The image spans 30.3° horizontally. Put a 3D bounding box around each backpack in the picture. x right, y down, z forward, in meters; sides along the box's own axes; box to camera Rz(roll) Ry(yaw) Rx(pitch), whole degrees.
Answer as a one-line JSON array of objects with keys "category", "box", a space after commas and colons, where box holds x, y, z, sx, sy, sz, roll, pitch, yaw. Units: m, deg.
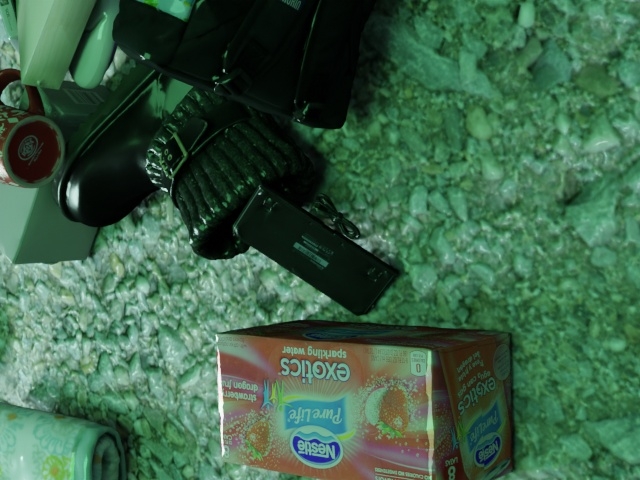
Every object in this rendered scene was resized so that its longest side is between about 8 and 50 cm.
[{"category": "backpack", "box": [-0.048, -0.334, 1.219, 0.273, 0.290, 0.355, 41, 111, 41]}]

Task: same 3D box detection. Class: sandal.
[{"category": "sandal", "box": [-0.255, -0.394, 1.501, 0.169, 0.102, 0.416, -22, 65, 59]}]

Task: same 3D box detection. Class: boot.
[{"category": "boot", "box": [-0.179, -0.066, 1.440, 0.348, 0.131, 0.260, -47, 63, 32]}]

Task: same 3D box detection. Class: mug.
[{"category": "mug", "box": [-0.407, -0.140, 1.484, 0.169, 0.113, 0.150, 15, 102, 41]}]

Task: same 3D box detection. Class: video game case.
[{"category": "video game case", "box": [-0.418, -0.318, 1.621, 0.022, 0.190, 0.173, -18, 77, -4]}]

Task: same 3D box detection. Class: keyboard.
[{"category": "keyboard", "box": [0.000, 0.000, 1.301, 0.180, 0.023, 0.108, 33, 126, -3]}]

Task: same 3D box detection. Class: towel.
[{"category": "towel", "box": [-0.420, 0.422, 1.678, 0.321, 0.090, 0.374, 4, 96, 30]}]

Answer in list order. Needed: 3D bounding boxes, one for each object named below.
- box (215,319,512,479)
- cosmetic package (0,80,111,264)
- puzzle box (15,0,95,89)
[{"category": "box", "box": [0.041, 0.171, 1.254, 0.300, 0.142, 0.154, 1, 94, 41]}, {"category": "cosmetic package", "box": [-0.355, -0.090, 1.597, 0.107, 0.127, 0.238, 44, 118, 33]}, {"category": "puzzle box", "box": [-0.285, -0.411, 1.392, 0.409, 0.052, 0.272, -52, 40, 45]}]
